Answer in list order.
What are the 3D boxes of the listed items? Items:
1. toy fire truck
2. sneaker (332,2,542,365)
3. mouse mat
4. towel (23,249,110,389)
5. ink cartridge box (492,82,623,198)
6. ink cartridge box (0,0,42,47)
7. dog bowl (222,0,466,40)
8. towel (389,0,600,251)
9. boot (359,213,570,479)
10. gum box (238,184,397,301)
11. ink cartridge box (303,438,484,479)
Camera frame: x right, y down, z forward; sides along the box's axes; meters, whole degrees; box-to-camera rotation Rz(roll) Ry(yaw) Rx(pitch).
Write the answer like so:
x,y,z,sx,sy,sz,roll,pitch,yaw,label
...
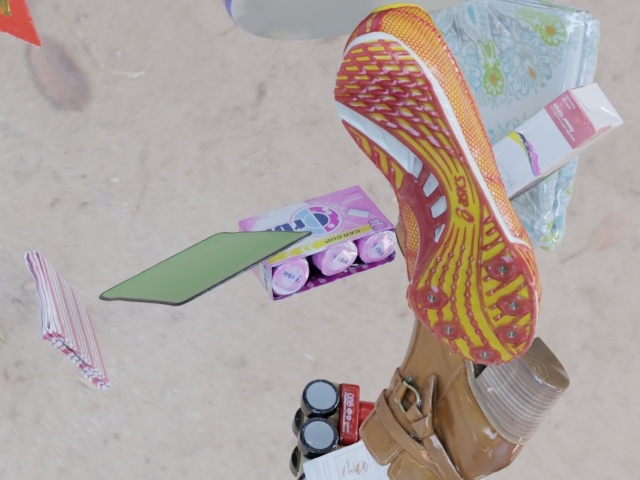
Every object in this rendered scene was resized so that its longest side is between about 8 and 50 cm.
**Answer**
x,y,z,sx,sy,sz,roll,pitch,yaw,label
0.079,0.334,1.871,0.246,0.158,0.217,7,57,-6,toy fire truck
0.060,-0.022,0.558,0.067,0.064,0.175,-61,137,-53,sneaker
-0.110,0.024,1.193,0.152,0.189,0.007,-29,104,-29,mouse mat
-0.355,0.114,1.790,0.029,0.197,0.144,-23,58,2,towel
0.269,-0.112,1.607,0.067,0.198,0.115,57,30,8,ink cartridge box
-0.398,-0.361,1.112,0.385,0.091,0.308,21,39,-51,ink cartridge box
0.056,-0.209,0.699,0.264,0.265,0.104,-16,82,-18,dog bowl
0.253,-0.204,1.950,0.090,0.320,0.375,-14,119,-41,towel
0.115,0.125,1.342,0.109,0.283,0.220,-1,137,-49,boot
0.000,0.000,1.680,0.188,0.107,0.062,-18,131,-19,gum box
0.096,0.318,1.630,0.232,0.066,0.189,-16,104,-14,ink cartridge box
